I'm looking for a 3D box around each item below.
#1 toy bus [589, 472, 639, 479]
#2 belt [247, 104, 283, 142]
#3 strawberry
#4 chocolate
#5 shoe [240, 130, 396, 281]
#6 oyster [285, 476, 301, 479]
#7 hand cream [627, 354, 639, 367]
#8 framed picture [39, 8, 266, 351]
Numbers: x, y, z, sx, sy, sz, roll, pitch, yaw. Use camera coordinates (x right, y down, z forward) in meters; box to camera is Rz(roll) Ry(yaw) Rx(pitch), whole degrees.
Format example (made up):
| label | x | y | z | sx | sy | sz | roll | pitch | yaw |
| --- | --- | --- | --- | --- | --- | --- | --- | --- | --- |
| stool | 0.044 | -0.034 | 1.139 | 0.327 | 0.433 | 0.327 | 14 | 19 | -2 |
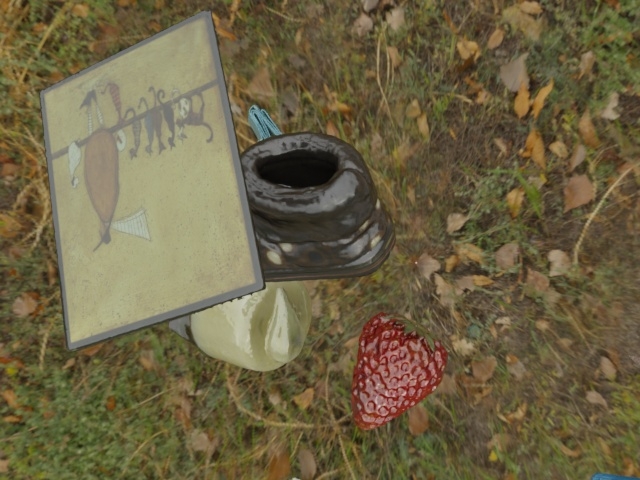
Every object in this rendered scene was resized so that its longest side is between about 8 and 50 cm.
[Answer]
| label | x | y | z | sx | sy | sz | roll | pitch | yaw |
| --- | --- | --- | --- | --- | --- | --- | --- | --- | --- |
| toy bus | 0.475 | 0.382 | 0.828 | 0.134 | 0.246 | 0.113 | 41 | 60 | -22 |
| belt | -0.160 | -0.294 | 1.811 | 0.100 | 0.065 | 0.179 | -31 | 80 | -17 |
| strawberry | 0.139 | 0.278 | 1.327 | 0.205 | 0.205 | 0.244 | 32 | 91 | 8 |
| chocolate | -0.180 | 0.186 | 1.724 | 0.297 | 0.326 | 0.314 | 5 | 54 | 48 |
| shoe | -0.078 | -0.055 | 1.066 | 0.384 | 0.237 | 0.171 | 2 | 48 | 30 |
| oyster | -0.067 | 0.403 | 0.886 | 0.191 | 0.081 | 0.163 | 33 | 60 | -6 |
| hand cream | 0.746 | 0.290 | 1.434 | 0.067 | 0.209 | 0.043 | 31 | 94 | 11 |
| framed picture | -0.204 | -0.070 | 0.724 | 0.255 | 0.014 | 0.339 | -18 | 73 | 18 |
